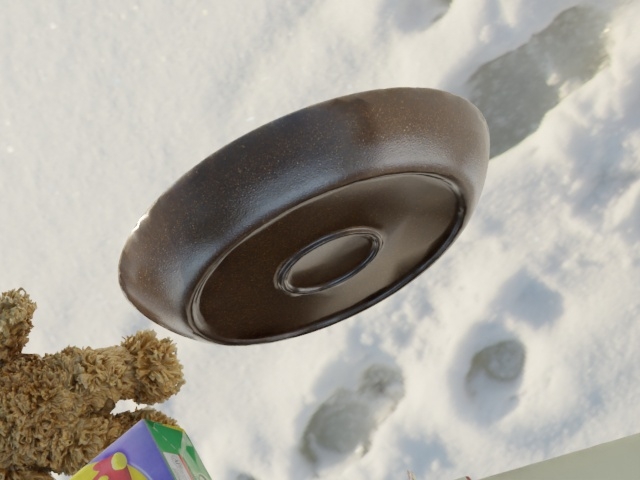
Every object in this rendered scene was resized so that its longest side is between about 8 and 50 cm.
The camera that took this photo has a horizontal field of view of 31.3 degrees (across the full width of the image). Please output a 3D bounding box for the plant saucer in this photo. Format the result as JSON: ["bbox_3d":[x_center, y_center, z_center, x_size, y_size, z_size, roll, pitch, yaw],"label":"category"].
[{"bbox_3d":[0.000,0.000,0.883,0.310,0.310,0.050,-49,56,38],"label":"plant saucer"}]

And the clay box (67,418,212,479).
[{"bbox_3d":[-0.142,0.220,0.648,0.222,0.053,0.127,-40,61,9],"label":"clay box"}]

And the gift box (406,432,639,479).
[{"bbox_3d":[0.193,0.336,1.049,0.255,0.258,0.276,95,156,-47],"label":"gift box"}]

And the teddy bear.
[{"bbox_3d":[-0.308,0.183,1.223,0.338,0.113,0.245,18,98,-16],"label":"teddy bear"}]
